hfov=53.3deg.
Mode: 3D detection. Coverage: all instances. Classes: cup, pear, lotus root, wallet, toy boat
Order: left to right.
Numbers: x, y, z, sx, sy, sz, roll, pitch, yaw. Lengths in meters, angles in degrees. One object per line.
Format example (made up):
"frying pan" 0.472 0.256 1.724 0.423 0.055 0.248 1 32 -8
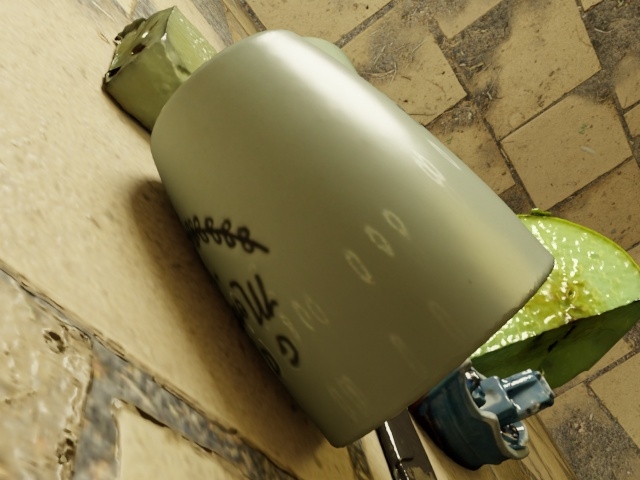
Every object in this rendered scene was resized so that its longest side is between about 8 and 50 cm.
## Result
"lotus root" -0.112 -0.130 0.555 0.144 0.070 0.143 47 14 -40
"cup" 0.000 0.000 0.468 0.234 0.186 0.258 49 -20 9
"wallet" 0.078 0.190 0.562 0.082 0.018 0.156 47 14 -38
"toy boat" 0.207 0.199 0.781 0.309 0.142 0.129 44 17 -50
"pear" 0.301 0.129 1.040 0.318 0.343 0.238 89 -18 -55

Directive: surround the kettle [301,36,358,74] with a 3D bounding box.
"kettle" 0.007 -0.097 0.798 0.240 0.165 0.255 86 -14 -45
